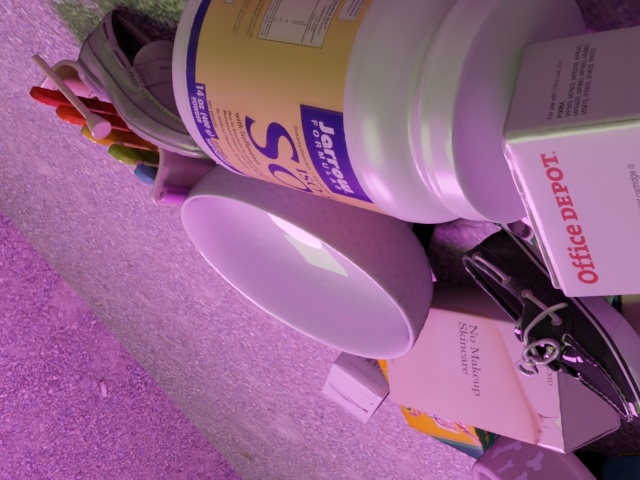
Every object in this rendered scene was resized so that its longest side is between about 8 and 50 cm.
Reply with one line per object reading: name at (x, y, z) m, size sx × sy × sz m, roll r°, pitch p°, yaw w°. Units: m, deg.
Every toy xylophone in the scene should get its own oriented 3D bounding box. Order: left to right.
toy xylophone at (-0.295, -0.169, 1.499) m, size 0.236 × 0.081 × 0.322 m, roll 11°, pitch -154°, yaw -49°

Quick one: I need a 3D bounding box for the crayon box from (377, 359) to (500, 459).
crayon box at (0.195, 0.232, 1.673) m, size 0.165 × 0.081 × 0.278 m, roll 21°, pitch 152°, yaw 35°

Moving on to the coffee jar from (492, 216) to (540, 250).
coffee jar at (0.216, -0.050, 1.112) m, size 0.184 × 0.079 × 0.096 m, roll 31°, pitch 153°, yaw 20°

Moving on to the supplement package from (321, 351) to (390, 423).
supplement package at (0.079, 0.230, 1.815) m, size 0.105 × 0.105 × 0.179 m, roll 35°, pitch 158°, yaw 9°

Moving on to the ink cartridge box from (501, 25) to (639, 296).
ink cartridge box at (0.299, -0.062, 0.796) m, size 0.273 × 0.114 × 0.197 m, roll -5°, pitch 137°, yaw 27°

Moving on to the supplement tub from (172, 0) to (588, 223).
supplement tub at (0.051, -0.149, 0.963) m, size 0.331 × 0.241 × 0.241 m, roll 18°, pitch 150°, yaw 42°

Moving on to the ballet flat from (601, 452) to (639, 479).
ballet flat at (0.482, 0.329, 1.453) m, size 0.077 × 0.077 × 0.231 m, roll 21°, pitch 164°, yaw -13°

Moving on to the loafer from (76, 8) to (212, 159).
loafer at (-0.217, -0.207, 1.373) m, size 0.112 × 0.111 × 0.319 m, roll 1°, pitch -150°, yaw -48°

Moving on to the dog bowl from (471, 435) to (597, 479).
dog bowl at (0.345, 0.426, 1.502) m, size 0.349 × 0.102 × 0.349 m, roll 56°, pitch 171°, yaw 14°

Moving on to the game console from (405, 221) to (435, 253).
game console at (0.005, -0.092, 1.402) m, size 0.342 × 0.060 × 0.386 m, roll 30°, pitch 157°, yaw 12°

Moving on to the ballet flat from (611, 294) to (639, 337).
ballet flat at (0.351, 0.057, 1.130) m, size 0.086 × 0.086 × 0.248 m, roll 27°, pitch 156°, yaw 26°

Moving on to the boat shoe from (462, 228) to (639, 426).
boat shoe at (0.255, 0.097, 1.130) m, size 0.306 × 0.105 × 0.113 m, roll 58°, pitch 172°, yaw 37°

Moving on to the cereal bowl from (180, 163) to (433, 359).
cereal bowl at (0.000, 0.000, 1.327) m, size 0.339 × 0.141 × 0.339 m, roll 28°, pitch 157°, yaw 14°

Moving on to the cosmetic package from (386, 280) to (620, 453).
cosmetic package at (0.225, 0.154, 1.360) m, size 0.309 × 0.113 × 0.160 m, roll 6°, pitch 106°, yaw 53°

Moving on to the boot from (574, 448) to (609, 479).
boot at (0.378, 0.354, 1.657) m, size 0.198 × 0.077 × 0.137 m, roll 16°, pitch 146°, yaw 18°
